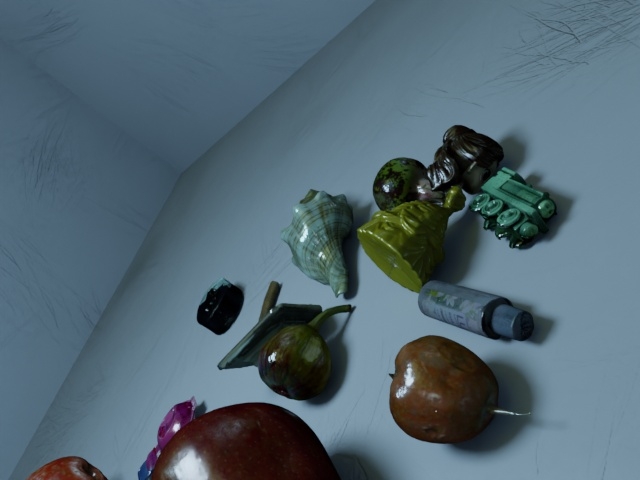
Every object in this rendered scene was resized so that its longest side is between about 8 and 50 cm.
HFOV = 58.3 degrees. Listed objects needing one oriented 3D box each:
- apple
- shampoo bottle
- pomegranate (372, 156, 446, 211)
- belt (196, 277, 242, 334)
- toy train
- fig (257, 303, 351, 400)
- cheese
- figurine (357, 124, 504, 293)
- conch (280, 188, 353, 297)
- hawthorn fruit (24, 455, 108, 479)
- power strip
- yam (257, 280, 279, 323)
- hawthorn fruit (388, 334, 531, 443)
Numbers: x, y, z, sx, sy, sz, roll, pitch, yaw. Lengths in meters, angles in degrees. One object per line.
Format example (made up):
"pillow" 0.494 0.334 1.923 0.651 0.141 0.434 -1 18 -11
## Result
"apple" -0.101 0.390 0.847 0.288 0.288 0.316 -54 40 -4
"shampoo bottle" 0.237 0.109 0.893 0.072 0.072 0.214 -56 24 -10
"pomegranate" 0.193 -0.103 1.234 0.138 0.163 0.126 -49 -20 -30
"belt" -0.306 0.192 1.736 0.151 0.078 0.198 -50 22 9
"toy train" 0.326 -0.057 0.968 0.111 0.071 0.170 -43 25 3
"fig" -0.018 0.203 1.155 0.149 0.149 0.245 -15 31 54
"cheese" -0.388 0.509 1.462 0.244 0.062 0.155 -56 23 -5
"figurine" 0.230 -0.072 1.081 0.315 0.187 0.168 -47 49 -10
"conch" -0.013 -0.005 1.389 0.386 0.169 0.203 -82 12 -51
"hawthorn fruit" -0.670 0.708 1.475 0.284 0.284 0.284 -40 26 25
"power strip" -0.093 0.224 1.244 0.213 0.198 0.065 -45 64 20
"yam" -0.139 0.171 1.522 0.032 0.032 0.145 -31 32 39
"hawthorn fruit" 0.179 0.221 0.793 0.189 0.149 0.149 35 86 26
